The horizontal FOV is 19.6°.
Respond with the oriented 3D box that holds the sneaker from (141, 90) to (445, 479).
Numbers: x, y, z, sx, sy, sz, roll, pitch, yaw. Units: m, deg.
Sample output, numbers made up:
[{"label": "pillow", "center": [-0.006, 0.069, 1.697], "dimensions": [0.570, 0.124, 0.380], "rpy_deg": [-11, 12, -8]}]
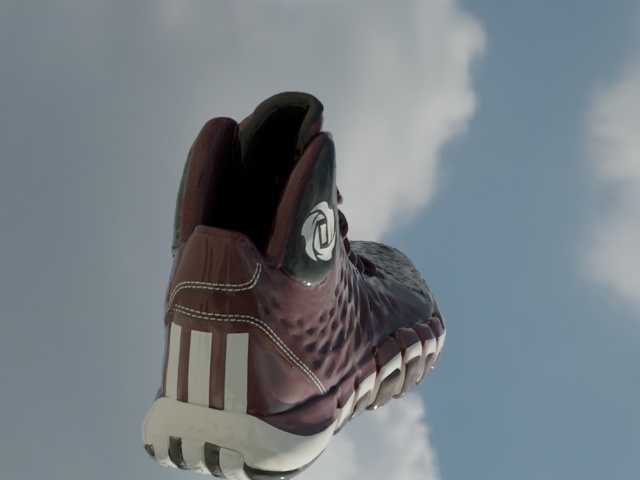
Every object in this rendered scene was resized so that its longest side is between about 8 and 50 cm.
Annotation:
[{"label": "sneaker", "center": [0.000, 0.000, 0.917], "dimensions": [0.106, 0.281, 0.163], "rpy_deg": [7, -73, 15]}]
